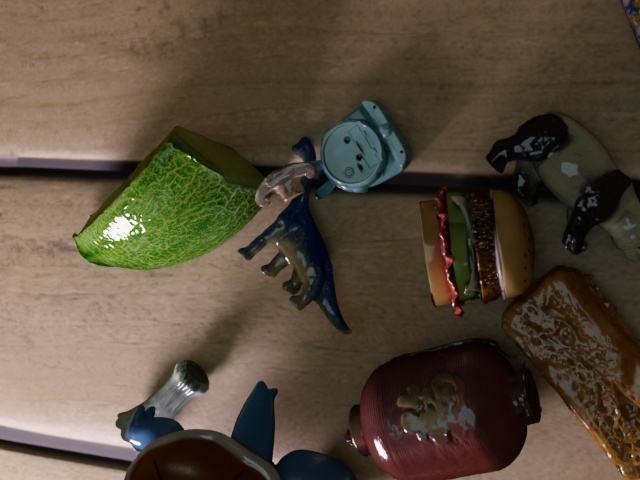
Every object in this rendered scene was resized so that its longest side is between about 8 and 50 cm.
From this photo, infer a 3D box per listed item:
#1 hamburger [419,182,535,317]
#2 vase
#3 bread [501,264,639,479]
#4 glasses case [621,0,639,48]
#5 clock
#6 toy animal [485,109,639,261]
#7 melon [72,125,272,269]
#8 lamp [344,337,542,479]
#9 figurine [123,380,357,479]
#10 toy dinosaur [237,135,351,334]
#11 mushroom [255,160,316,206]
[{"bbox_3d":[0.202,0.010,1.201,0.137,0.175,0.175,-6,94,10],"label":"hamburger"},{"bbox_3d":[-0.234,0.246,1.436,0.149,0.081,0.081,-46,79,15],"label":"vase"},{"bbox_3d":[0.355,0.160,1.196,0.139,0.077,0.271,-43,82,16],"label":"bread"},{"bbox_3d":[0.415,-0.270,1.132,0.087,0.065,0.248,-22,87,19],"label":"glasses case"},{"bbox_3d":[0.044,-0.116,1.300,0.147,0.045,0.108,-33,82,16],"label":"clock"},{"bbox_3d":[0.323,-0.061,1.182,0.121,0.094,0.225,-42,79,11],"label":"toy animal"},{"bbox_3d":[-0.243,-0.032,1.388,0.323,0.196,0.124,-36,47,28],"label":"melon"},{"bbox_3d":[0.155,0.221,1.232,0.258,0.180,0.180,-15,90,22],"label":"lamp"},{"bbox_3d":[-0.159,0.351,1.330,0.416,0.243,0.298,0,95,-17],"label":"figurine"},{"bbox_3d":[0.000,0.000,1.326,0.247,0.075,0.188,44,99,17],"label":"toy dinosaur"},{"bbox_3d":[-0.049,-0.079,1.306,0.101,0.019,0.049,-32,83,19],"label":"mushroom"}]
